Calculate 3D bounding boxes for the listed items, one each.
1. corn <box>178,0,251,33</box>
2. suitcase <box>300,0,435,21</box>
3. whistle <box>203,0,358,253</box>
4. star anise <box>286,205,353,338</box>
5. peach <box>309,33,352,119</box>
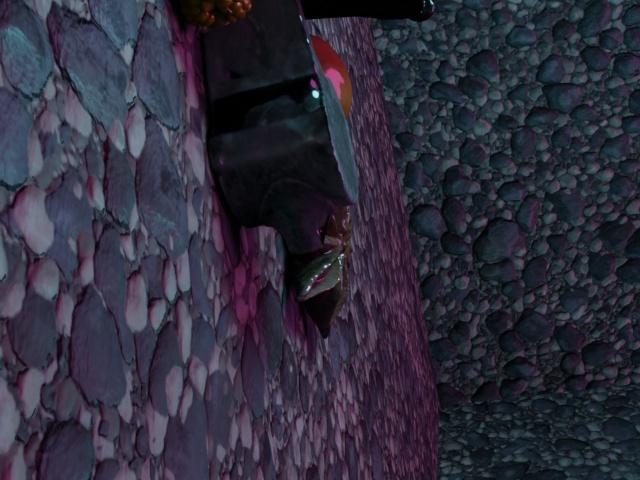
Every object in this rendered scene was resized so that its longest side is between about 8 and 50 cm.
[{"bbox_3d":[-0.158,-0.427,1.188,0.102,0.102,0.313,-61,140,-72],"label":"corn"},{"bbox_3d":[-0.007,-0.461,1.375,0.345,0.339,0.188,44,47,-71],"label":"suitcase"},{"bbox_3d":[-0.068,-0.189,1.296,0.188,0.168,0.404,-74,149,-67],"label":"whistle"},{"bbox_3d":[0.001,0.000,1.666,0.292,0.109,0.349,57,36,-81],"label":"star anise"},{"bbox_3d":[-0.039,-0.238,1.472,0.184,0.184,0.184,-9,90,-79],"label":"peach"}]
